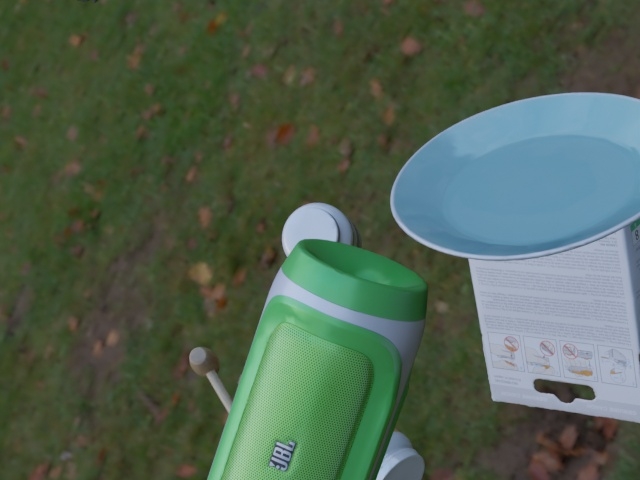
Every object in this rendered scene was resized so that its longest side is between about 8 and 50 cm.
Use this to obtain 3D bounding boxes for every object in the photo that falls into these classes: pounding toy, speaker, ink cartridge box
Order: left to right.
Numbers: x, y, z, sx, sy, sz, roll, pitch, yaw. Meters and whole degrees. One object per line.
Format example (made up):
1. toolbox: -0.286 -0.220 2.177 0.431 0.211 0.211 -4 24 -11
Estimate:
1. pounding toy: -0.046 0.217 1.908 0.154 0.269 0.155 61 -132 -75
2. speaker: -0.013 0.155 1.111 0.131 0.131 0.296 39 114 58
3. ink cartridge box: 0.240 0.062 1.381 0.181 0.225 0.056 5 29 38

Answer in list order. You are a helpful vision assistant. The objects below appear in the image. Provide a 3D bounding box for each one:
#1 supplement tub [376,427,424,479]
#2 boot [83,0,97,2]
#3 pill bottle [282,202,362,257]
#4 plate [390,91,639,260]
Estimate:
1. supplement tub: 0.071 0.371 2.447 0.199 0.144 0.144 35 98 36
2. boot: -0.207 -0.345 1.449 0.263 0.091 0.229 42 124 19
3. pill bottle: 0.000 0.000 1.843 0.094 0.094 0.169 -65 -10 -2
4. plate: 0.137 -0.037 0.875 0.188 0.024 0.188 -13 33 9
